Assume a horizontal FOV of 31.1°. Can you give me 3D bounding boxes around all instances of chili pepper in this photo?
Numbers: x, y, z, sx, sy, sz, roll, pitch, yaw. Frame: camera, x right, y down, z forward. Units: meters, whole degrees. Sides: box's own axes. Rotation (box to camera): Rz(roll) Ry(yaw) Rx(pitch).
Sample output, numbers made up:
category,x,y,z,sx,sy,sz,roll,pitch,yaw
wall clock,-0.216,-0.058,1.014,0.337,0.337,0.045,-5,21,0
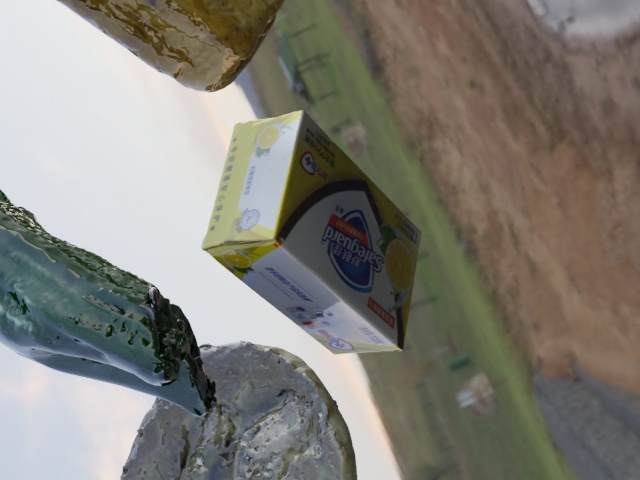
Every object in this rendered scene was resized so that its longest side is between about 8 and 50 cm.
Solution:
category,x,y,z,sx,sy,sz,roll,pitch,yaw
chili pepper,-0.129,0.016,0.501,0.224,0.061,0.098,31,169,35

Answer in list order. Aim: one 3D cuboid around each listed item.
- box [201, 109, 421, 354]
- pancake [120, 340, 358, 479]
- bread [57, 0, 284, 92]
category,x,y,z,sx,sy,sz,roll,pitch,yaw
box,0.000,0.000,1.265,0.265,0.097,0.168,44,-132,-42
pancake,-0.106,0.299,1.291,0.082,0.387,0.387,27,-151,-41
bread,-0.124,-0.192,0.765,0.211,0.114,0.083,37,147,-13
